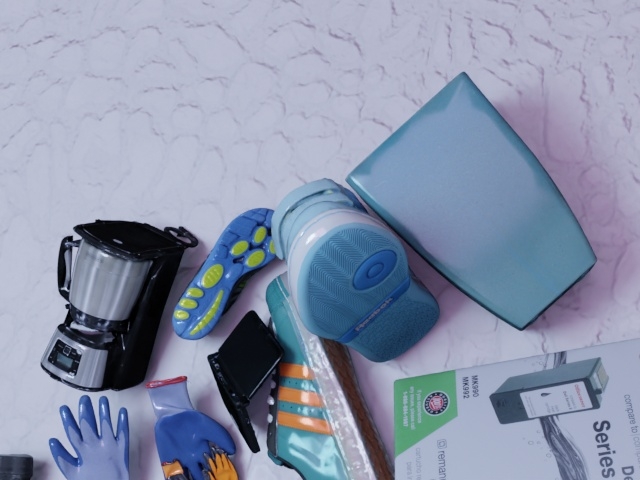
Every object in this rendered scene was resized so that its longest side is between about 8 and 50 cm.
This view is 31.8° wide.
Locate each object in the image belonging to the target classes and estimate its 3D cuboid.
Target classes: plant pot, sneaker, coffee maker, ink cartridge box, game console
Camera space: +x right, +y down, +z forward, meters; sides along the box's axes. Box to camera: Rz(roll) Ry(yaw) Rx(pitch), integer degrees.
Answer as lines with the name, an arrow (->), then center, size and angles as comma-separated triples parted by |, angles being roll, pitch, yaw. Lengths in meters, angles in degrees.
plant pot -> 0.173, -0.023, 1.199 | 0.165, 0.165, 0.234 | -42, 78, 3
sneaker -> 0.000, 0.000, 1.165 | 0.127, 0.319, 0.208 | -38, 62, -1
coffee maker -> -0.226, 0.077, 1.300 | 0.120, 0.171, 0.178 | 35, 111, 45
sneaker -> -0.111, 0.036, 1.308 | 0.067, 0.078, 0.188 | 40, 75, -9
ink cartridge box -> 0.225, 0.222, 1.098 | 0.289, 0.121, 0.211 | -12, 38, 12
sneaker -> -0.019, 0.181, 1.230 | 0.121, 0.108, 0.302 | -26, 67, 13
game console -> -0.074, 0.155, 1.241 | 0.071, 0.122, 0.107 | -22, 116, -12

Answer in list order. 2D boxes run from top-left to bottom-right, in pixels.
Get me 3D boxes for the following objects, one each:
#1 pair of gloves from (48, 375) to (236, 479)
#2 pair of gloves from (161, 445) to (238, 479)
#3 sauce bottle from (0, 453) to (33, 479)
pair of gloves -> -0.198, 0.236, 1.266 | 0.198, 0.023, 0.159 | -15, 104, -5
pair of gloves -> -0.134, 0.273, 1.265 | 0.083, 0.010, 0.074 | -18, 104, -3
sauce bottle -> -0.380, 0.417, 1.276 | 0.111, 0.111, 0.344 | -2, 76, 15
